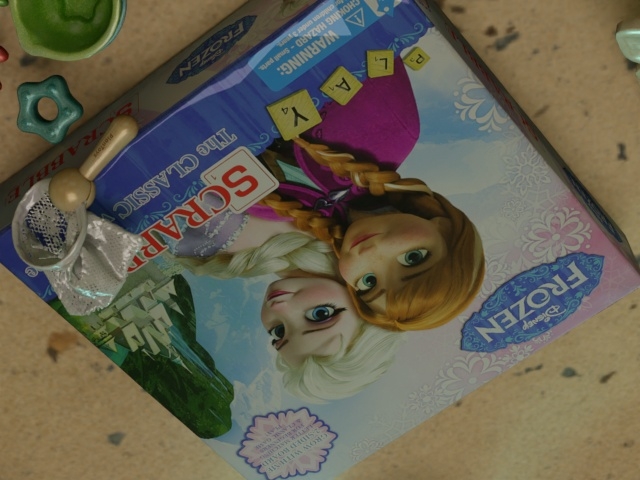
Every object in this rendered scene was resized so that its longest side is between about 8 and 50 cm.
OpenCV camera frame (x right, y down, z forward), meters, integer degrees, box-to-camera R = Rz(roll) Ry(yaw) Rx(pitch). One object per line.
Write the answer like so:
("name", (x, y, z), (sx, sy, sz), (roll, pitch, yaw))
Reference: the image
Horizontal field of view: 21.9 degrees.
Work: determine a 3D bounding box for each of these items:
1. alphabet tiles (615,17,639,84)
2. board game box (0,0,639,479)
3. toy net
("alphabet tiles", (0.329, -0.097, 0.995), (0.278, 0.021, 0.284), (5, 164, 24))
("board game box", (0.000, 0.000, 1.102), (0.319, 0.066, 0.318), (-35, 122, 17))
("toy net", (-0.169, -0.062, 0.992), (0.122, 0.045, 0.232), (1, 104, 9))
